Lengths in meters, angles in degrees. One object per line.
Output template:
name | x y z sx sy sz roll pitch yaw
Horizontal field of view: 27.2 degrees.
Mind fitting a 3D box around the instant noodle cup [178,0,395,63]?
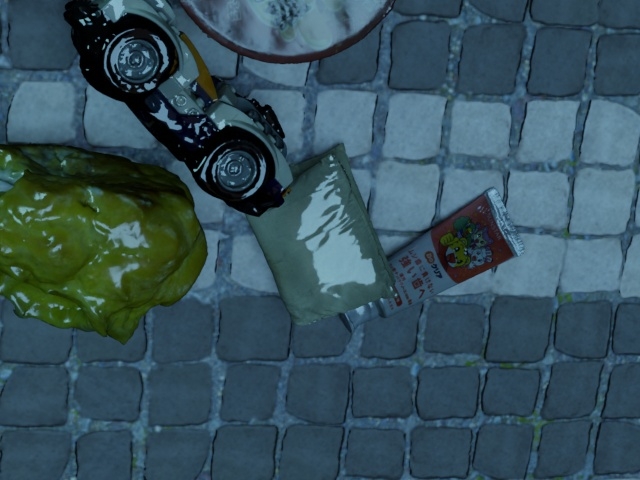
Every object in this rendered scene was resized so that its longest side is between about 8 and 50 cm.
instant noodle cup | -0.040 -0.325 1.373 0.274 0.091 0.274 -4 109 -13

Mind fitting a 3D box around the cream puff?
cream puff | -0.255 0.009 1.347 0.282 0.282 0.185 7 107 -15

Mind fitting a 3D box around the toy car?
toy car | -0.141 -0.148 1.361 0.118 0.193 0.301 -46 114 -3

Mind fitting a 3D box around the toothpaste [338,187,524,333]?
toothpaste | 0.125 0.031 1.556 0.234 0.057 0.089 -29 101 -10

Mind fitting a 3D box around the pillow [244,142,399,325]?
pillow | 0.000 0.000 1.487 0.134 0.078 0.181 -23 96 2
